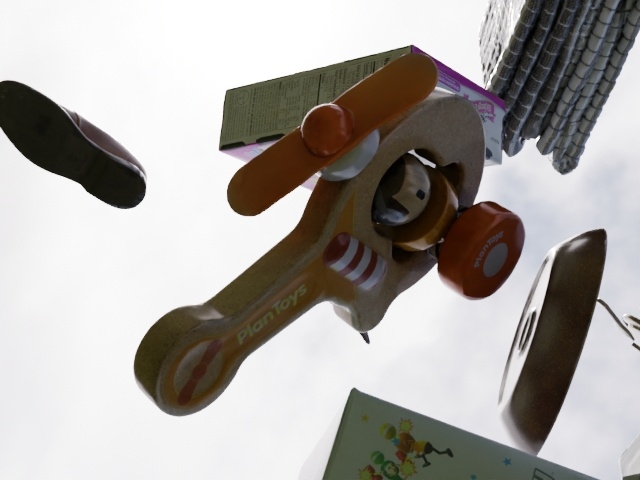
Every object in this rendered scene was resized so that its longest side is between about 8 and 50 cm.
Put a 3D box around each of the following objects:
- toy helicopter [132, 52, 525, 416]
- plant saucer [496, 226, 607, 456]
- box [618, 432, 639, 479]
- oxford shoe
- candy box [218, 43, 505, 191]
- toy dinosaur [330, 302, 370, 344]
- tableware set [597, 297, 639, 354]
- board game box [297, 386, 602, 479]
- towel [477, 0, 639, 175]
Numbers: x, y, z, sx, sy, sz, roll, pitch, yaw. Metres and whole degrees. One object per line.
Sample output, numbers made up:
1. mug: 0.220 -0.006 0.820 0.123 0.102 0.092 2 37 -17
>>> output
1. toy helicopter: 0.000 0.000 0.959 0.355 0.235 0.140 -38 -129 -23
2. plant saucer: 0.179 0.079 0.995 0.036 0.198 0.198 17 -86 4
3. box: 0.278 0.131 0.649 0.181 0.182 0.119 108 -16 -52
4. oxford shoe: -0.295 -0.119 1.462 0.076 0.212 0.076 -44 -159 20
5. candy box: 0.039 -0.112 1.207 0.233 0.159 0.071 -6 -108 39
6. toy dinosaur: 0.039 -0.017 1.529 0.127 0.200 0.295 17 -79 18
7. tableware set: 0.348 0.110 1.180 0.039 0.194 0.128 -51 -132 -2
8. board game box: 0.131 0.217 0.831 0.224 0.303 0.097 112 -3 -67
9. towel: 0.243 -0.249 1.320 0.235 0.121 0.283 -89 -168 -48
